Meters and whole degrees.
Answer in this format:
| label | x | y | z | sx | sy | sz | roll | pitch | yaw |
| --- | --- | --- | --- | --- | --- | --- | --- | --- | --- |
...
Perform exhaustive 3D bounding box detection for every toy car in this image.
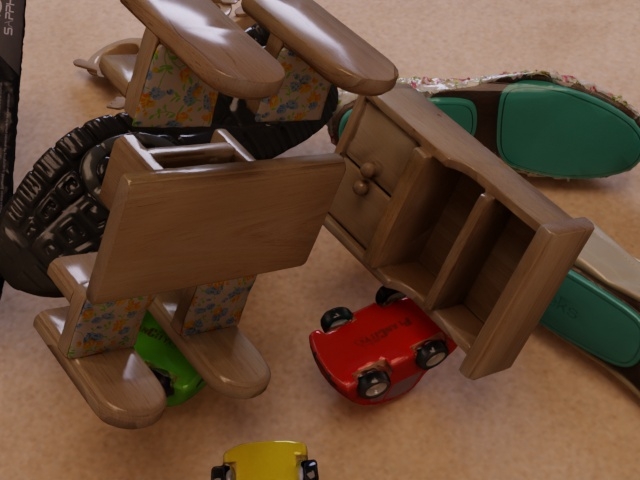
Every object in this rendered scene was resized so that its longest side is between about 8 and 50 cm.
| label | x | y | z | sx | sy | sz | roll | pitch | yaw |
| --- | --- | --- | --- | --- | --- | --- | --- | --- | --- |
| toy car | -0.053 | 0.093 | 0.648 | 0.225 | 0.053 | 0.239 | 23 | 54 | 18 |

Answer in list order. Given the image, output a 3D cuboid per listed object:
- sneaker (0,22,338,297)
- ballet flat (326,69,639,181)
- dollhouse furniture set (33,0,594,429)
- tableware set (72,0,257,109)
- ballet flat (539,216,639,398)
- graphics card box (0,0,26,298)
| label | x | y | z | sx | sy | sz | roll | pitch | yaw |
| --- | --- | --- | --- | --- | --- | --- | --- | --- | --- |
| sneaker | -0.107 | -0.044 | 0.711 | 0.286 | 0.130 | 0.109 | -38 | 97 | -39 |
| ballet flat | 0.123 | -0.096 | 0.783 | 0.241 | 0.091 | 0.077 | 5 | 30 | 0 |
| dollhouse furniture set | 0.000 | 0.000 | 0.558 | 0.242 | 0.212 | 0.161 | -9 | 44 | -42 |
| tableware set | -0.116 | -0.158 | 0.848 | 0.169 | 0.020 | 0.141 | -38 | 41 | -23 |
| ballet flat | 0.227 | 0.068 | 0.654 | 0.086 | 0.086 | 0.248 | -32 | 57 | -22 |
| graphics card box | -0.384 | -0.084 | 0.660 | 0.371 | 0.094 | 0.233 | 4 | 68 | -20 |
